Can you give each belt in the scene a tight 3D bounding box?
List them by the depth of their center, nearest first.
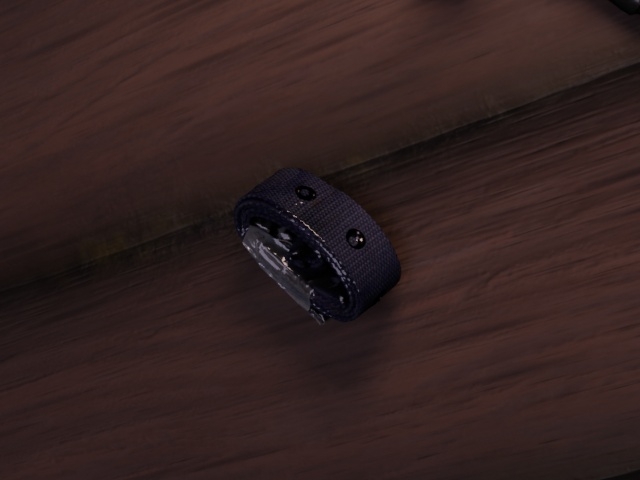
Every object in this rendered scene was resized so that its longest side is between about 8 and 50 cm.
[{"bbox_3d":[0.000,0.000,1.833,0.230,0.126,0.139,40,140,13],"label":"belt"}]

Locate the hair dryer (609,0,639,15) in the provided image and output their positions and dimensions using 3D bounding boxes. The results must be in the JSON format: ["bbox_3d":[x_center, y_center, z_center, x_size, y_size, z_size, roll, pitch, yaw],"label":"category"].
[{"bbox_3d":[0.290,-0.352,1.666,0.352,0.107,0.189,40,114,7],"label":"hair dryer"}]
